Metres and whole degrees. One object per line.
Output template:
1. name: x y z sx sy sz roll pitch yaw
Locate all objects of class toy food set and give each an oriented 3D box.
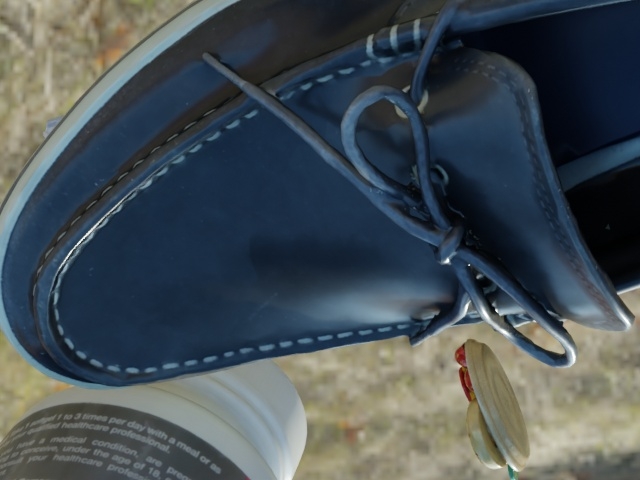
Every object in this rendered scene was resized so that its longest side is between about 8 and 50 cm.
1. toy food set: 0.097 0.096 0.981 0.020 0.083 0.082 -23 153 14

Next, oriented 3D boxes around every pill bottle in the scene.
1. pill bottle: -0.118 0.187 0.908 0.176 0.318 0.176 11 128 14

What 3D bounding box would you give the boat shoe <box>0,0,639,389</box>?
1. boat shoe: 0.073 -0.040 0.745 0.500 0.156 0.186 -20 126 13

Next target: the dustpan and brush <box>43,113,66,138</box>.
1. dustpan and brush: -0.119 -0.006 1.324 0.147 0.211 0.060 -21 -154 -29
